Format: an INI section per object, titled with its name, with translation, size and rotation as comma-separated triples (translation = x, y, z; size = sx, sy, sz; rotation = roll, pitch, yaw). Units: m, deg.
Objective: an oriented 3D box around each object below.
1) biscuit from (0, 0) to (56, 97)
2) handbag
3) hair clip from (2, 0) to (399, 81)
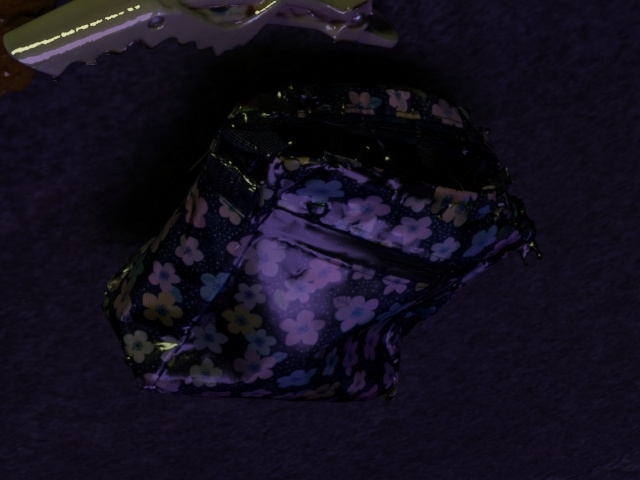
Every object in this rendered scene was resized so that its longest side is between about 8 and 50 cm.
[biscuit]
translation = -0.219, -0.076, 0.754
size = 0.239, 0.041, 0.212
rotation = -35, 147, 11
[handbag]
translation = 0.000, 0.000, 0.921
size = 0.229, 0.126, 0.208
rotation = 8, 132, -39
[hair clip]
translation = -0.042, -0.116, 0.777
size = 0.226, 0.034, 0.072
rotation = -9, 146, -34
